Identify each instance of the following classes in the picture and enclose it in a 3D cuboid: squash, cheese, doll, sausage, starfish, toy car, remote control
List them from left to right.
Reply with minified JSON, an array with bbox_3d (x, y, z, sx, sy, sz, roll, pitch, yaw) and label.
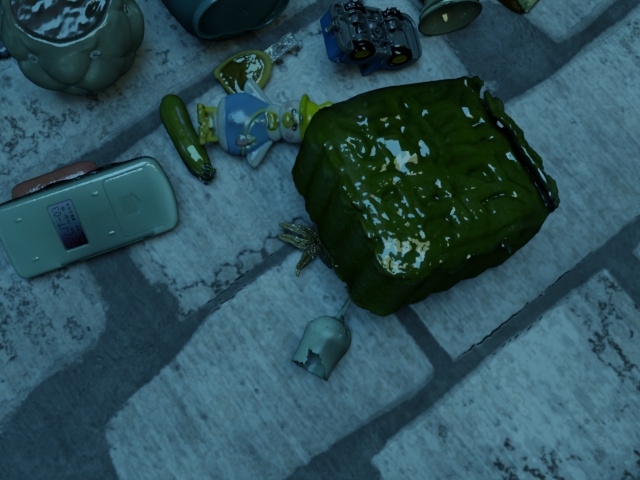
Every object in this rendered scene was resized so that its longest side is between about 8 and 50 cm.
[{"bbox_3d":[-0.458,-0.092,1.328,0.154,0.062,0.062,-21,75,-3],"label":"sausage"},{"bbox_3d":[-0.393,-0.044,1.293,0.296,0.056,0.140,-20,109,-3],"label":"remote control"},{"bbox_3d":[-0.239,-0.181,1.349,0.052,0.052,0.183,-26,78,-4],"label":"squash"},{"bbox_3d":[-0.109,-0.322,1.387,0.162,0.036,0.086,-37,78,-7],"label":"cheese"},{"bbox_3d":[-0.093,-0.206,1.326,0.241,0.099,0.135,-2,62,4],"label":"doll"},{"bbox_3d":[0.002,0.003,1.290,0.130,0.041,0.133,-32,65,-1],"label":"starfish"},{"bbox_3d":[0.079,-0.353,1.349,0.191,0.100,0.097,-2,72,-33],"label":"toy car"}]

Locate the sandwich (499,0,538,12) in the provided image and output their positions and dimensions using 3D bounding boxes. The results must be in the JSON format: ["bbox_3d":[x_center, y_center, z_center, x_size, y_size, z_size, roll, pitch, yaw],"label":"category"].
[{"bbox_3d":[0.326,-0.498,1.425,0.079,0.113,0.163,-47,44,-9],"label":"sandwich"}]

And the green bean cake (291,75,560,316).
[{"bbox_3d":[0.153,-0.078,1.183,0.319,0.218,0.335,-23,69,-23],"label":"green bean cake"}]

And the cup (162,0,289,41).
[{"bbox_3d":[-0.176,-0.506,1.362,0.290,0.219,0.257,-23,74,-37],"label":"cup"}]

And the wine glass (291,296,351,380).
[{"bbox_3d":[0.029,0.128,1.241,0.079,0.079,0.195,28,78,9],"label":"wine glass"}]

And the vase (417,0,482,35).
[{"bbox_3d":[0.190,-0.543,1.377,0.173,0.173,0.321,-15,82,-2],"label":"vase"}]

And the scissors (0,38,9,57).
[{"bbox_3d":[-0.649,-0.317,1.412,0.256,0.029,0.383,25,76,6],"label":"scissors"}]

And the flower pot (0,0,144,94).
[{"bbox_3d":[-0.431,-0.374,1.323,0.246,0.195,0.246,1,79,-6],"label":"flower pot"}]
